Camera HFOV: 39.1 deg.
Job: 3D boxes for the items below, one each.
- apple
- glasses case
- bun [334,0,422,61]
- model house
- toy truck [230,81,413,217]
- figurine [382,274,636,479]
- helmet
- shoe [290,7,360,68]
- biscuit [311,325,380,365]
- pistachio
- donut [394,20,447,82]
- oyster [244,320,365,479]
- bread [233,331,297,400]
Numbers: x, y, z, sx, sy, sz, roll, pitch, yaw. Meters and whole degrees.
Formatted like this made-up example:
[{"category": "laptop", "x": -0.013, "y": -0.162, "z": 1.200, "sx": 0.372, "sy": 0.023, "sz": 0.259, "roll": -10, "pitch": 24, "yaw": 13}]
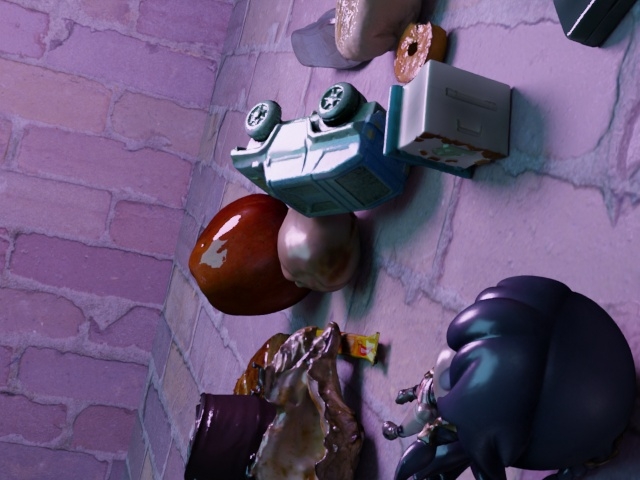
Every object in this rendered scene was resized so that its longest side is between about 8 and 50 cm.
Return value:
[{"category": "apple", "x": -0.115, "y": 0.026, "z": 1.621, "sx": 0.234, "sy": 0.234, "sz": 0.234, "roll": -168, "pitch": 90, "yaw": -71}, {"category": "glasses case", "x": 0.302, "y": -0.284, "z": 0.892, "sx": 0.184, "sy": 0.039, "sz": 0.077, "roll": 121, "pitch": 154, "yaw": -45}, {"category": "bun", "x": 0.095, "y": -0.372, "z": 1.427, "sx": 0.178, "sy": 0.128, "sz": 0.193, "roll": -110, "pitch": 25, "yaw": -58}, {"category": "model house", "x": 0.146, "y": -0.141, "z": 1.121, "sx": 0.149, "sy": 0.127, "sz": 0.100, "roll": 155, "pitch": 126, "yaw": -63}, {"category": "toy truck", "x": 0.000, "y": -0.128, "z": 1.363, "sx": 0.279, "sy": 0.155, "sz": 0.156, "roll": -7, "pitch": 58, "yaw": 39}, {"category": "figurine", "x": 0.163, "y": 0.138, "z": 0.801, "sx": 0.265, "sy": 0.197, "sz": 0.175, "roll": 94, "pitch": 179, "yaw": -67}, {"category": "helmet", "x": -0.110, "y": 0.379, "z": 1.460, "sx": 0.225, "sy": 0.177, "sz": 0.305, "roll": -91, "pitch": -5, "yaw": -54}, {"category": "shoe", "x": 0.035, "y": -0.381, "z": 1.669, "sx": 0.100, "sy": 0.103, "sz": 0.251, "roll": -39, "pitch": 22, "yaw": -23}, {"category": "biscuit", "x": 0.037, "y": 0.162, "z": 1.409, "sx": 0.292, "sy": 0.026, "sz": 0.048, "roll": 170, "pitch": 104, "yaw": -71}, {"category": "pistachio", "x": 0.000, "y": 0.000, "z": 1.457, "sx": 0.215, "sy": 0.144, "sz": 0.144, "roll": -96, "pitch": 26, "yaw": -53}, {"category": "donut", "x": 0.148, "y": -0.274, "z": 1.329, "sx": 0.108, "sy": 0.043, "sz": 0.097, "roll": -130, "pitch": 54, "yaw": -65}, {"category": "oyster", "x": -0.025, "y": 0.276, "z": 1.313, "sx": 0.198, "sy": 0.133, "sz": 0.337, "roll": -33, "pitch": 47, "yaw": 33}, {"category": "bread", "x": -0.087, "y": 0.255, "z": 1.586, "sx": 0.172, "sy": 0.103, "sz": 0.132, "roll": 124, "pitch": 149, "yaw": -42}]
